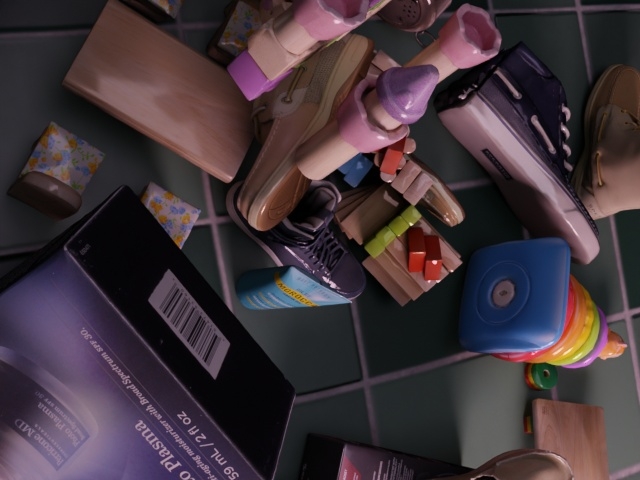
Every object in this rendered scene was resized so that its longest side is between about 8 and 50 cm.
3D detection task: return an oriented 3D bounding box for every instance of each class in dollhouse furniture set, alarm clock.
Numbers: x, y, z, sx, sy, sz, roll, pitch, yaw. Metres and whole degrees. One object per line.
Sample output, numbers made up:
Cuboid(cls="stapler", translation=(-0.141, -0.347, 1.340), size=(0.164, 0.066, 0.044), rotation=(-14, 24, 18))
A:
Cuboid(cls="dollhouse furniture set", translation=(-0.227, -0.213, 0.953), size=(0.394, 0.256, 0.362), rotation=(30, 74, -22))
Cuboid(cls="alarm clock", translation=(0.120, -0.334, 1.216), size=(0.064, 0.129, 0.192), rotation=(-53, 135, -18))

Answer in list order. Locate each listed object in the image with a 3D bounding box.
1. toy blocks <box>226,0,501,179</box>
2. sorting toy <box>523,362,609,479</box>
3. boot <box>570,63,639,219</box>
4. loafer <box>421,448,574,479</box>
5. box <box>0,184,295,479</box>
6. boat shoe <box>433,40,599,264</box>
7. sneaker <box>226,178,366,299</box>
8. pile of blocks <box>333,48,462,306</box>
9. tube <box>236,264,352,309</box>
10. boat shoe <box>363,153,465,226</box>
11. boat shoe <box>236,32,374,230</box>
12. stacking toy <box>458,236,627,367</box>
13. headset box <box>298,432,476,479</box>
Cuboid(cls="toy blocks", translation=(0.047, -0.273, 0.867), size=(0.309, 0.260, 0.288), rotation=(52, 48, -6))
Cuboid(cls="sorting toy", translation=(0.363, 0.320, 1.315), size=(0.132, 0.046, 0.275), rotation=(11, 68, -26))
Cuboid(cls="boot", translation=(0.490, -0.160, 1.337), size=(0.095, 0.203, 0.262), rotation=(24, 77, -24))
Cuboid(cls="loafer", translation=(0.226, 0.329, 1.109), size=(0.268, 0.092, 0.102), rotation=(-8, 87, -28))
Cuboid(cls="box", translation=(-0.234, 0.161, 0.888), size=(0.294, 0.183, 0.296), rotation=(-33, 104, 18))
Cuboid(cls="boat shoe", translation=(0.331, -0.133, 1.296), size=(0.158, 0.127, 0.340), rotation=(-45, 105, -14))
Cuboid(cls="sneaker", translation=(-0.001, 0.001, 1.104), size=(0.226, 0.163, 0.086), rotation=(39, 69, -21))
Cuboid(cls="pile of blocks", translation=(0.074, -0.086, 1.142), size=(0.148, 0.112, 0.362), rotation=(-18, 94, 3))
Cuboid(cls="tube", translation=(-0.040, 0.055, 1.054), size=(0.080, 0.207, 0.052), rotation=(27, 74, -21))
Cuboid(cls="boat shoe", translation=(0.117, -0.079, 1.229), size=(0.190, 0.068, 0.072), rotation=(44, 82, -4))
Cuboid(cls="boat shoe", translation=(-0.033, -0.138, 1.001), size=(0.098, 0.109, 0.302), rotation=(24, 56, 4))
Cuboid(cls="stacking toy", translation=(0.354, 0.124, 1.296), size=(0.301, 0.175, 0.166), rotation=(26, 66, -38))
Cuboid(cls="headset box", translation=(0.081, 0.382, 1.144), size=(0.293, 0.110, 0.218), rotation=(17, 78, -25))
